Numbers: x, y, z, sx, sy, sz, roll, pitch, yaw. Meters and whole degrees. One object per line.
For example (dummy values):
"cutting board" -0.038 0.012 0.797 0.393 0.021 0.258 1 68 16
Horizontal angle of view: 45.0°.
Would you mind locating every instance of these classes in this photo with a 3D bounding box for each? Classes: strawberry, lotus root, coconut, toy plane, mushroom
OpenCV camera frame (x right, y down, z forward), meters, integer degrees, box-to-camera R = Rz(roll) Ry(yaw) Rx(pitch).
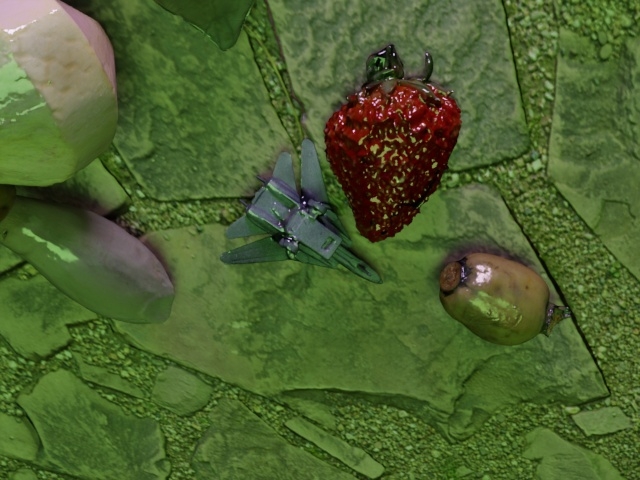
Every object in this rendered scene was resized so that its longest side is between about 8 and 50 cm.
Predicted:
"strawberry" 0.098 -0.112 1.048 0.188 0.106 0.286 0 121 0
"lotus root" 0.282 0.096 1.174 0.221 0.118 0.125 25 134 -13
"coconut" -0.362 -0.191 0.929 0.259 0.259 0.259 -1 121 -1
"toy plane" 0.004 0.003 1.122 0.267 0.088 0.212 36 90 -23
"mushroom" -0.343 0.021 1.088 0.128 0.128 0.350 -39 132 20

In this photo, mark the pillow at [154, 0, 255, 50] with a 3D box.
"pillow" -0.189 -0.366 0.905 0.302 0.075 0.185 27 118 -16
